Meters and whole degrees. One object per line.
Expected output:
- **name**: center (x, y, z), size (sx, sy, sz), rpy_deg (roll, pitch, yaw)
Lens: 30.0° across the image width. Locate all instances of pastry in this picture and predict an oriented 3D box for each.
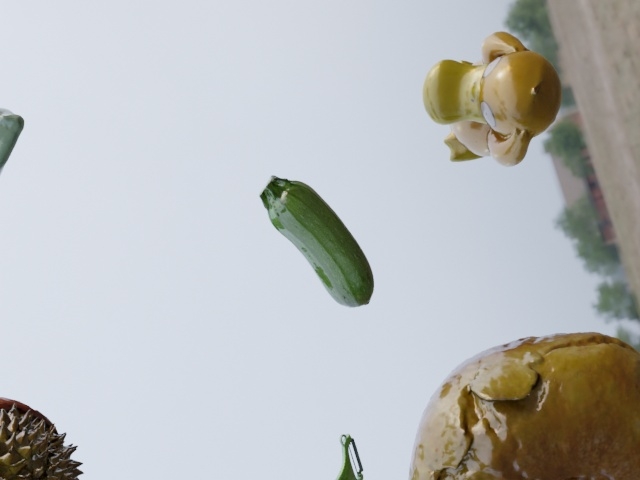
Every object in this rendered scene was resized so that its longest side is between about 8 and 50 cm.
- **pastry**: center (0.270, 0.269, 1.403), size (0.164, 0.356, 0.356), rpy_deg (-155, 44, -76)

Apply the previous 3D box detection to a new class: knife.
- **knife**: center (0.005, 0.302, 1.426), size (0.166, 0.022, 0.078), rpy_deg (-42, -62, -47)

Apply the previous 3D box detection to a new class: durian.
- **durian**: center (-0.498, 0.394, 1.768), size (0.384, 0.347, 0.348), rpy_deg (-99, -11, -78)

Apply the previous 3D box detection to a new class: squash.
- **squash**: center (0.000, 0.000, 1.569), size (0.219, 0.077, 0.068), rpy_deg (49, -175, -20)

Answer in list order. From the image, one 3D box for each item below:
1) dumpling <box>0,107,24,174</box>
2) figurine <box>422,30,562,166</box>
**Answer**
- **dumpling**: center (-0.381, -0.067, 1.162), size (0.105, 0.216, 0.149), rpy_deg (59, -151, 10)
- **figurine**: center (0.264, -0.205, 1.771), size (0.228, 0.215, 0.215), rpy_deg (15, -122, -71)
